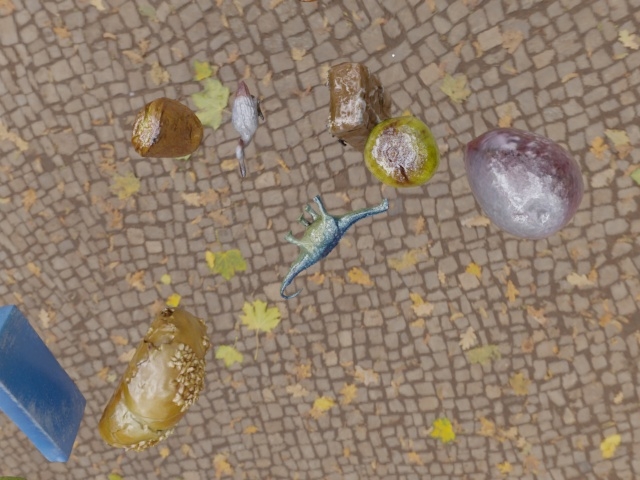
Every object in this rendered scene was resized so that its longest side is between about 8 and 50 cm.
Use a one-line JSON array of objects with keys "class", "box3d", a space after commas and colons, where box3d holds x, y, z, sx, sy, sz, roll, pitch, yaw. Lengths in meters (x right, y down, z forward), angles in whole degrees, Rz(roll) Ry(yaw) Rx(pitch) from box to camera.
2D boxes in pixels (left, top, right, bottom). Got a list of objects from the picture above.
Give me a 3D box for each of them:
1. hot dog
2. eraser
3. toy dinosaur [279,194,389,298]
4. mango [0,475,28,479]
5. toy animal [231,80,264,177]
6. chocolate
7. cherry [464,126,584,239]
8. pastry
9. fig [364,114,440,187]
[{"class": "hot dog", "box3d": [-0.476, -0.340, 1.655, 0.122, 0.272, 0.196, 27, 106, 11]}, {"class": "eraser", "box3d": [-0.537, 0.275, 0.994, 0.042, 0.144, 0.312, -9, 130, 2]}, {"class": "toy dinosaur", "box3d": [-0.005, -0.010, 1.286, 0.147, 0.076, 0.363, 43, 104, -7]}, {"class": "mango", "box3d": [-0.633, 0.542, 1.074, 0.119, 0.178, 0.100, 25, 82, -30]}, {"class": "toy animal", "box3d": [-0.254, -0.405, 1.824, 0.090, 0.324, 0.195, -3, 146, 13]}, {"class": "chocolate", "box3d": [0.091, -0.272, 1.113, 0.093, 0.214, 0.148, -1, 86, 29]}, {"class": "cherry", "box3d": [0.383, -0.104, 0.993, 0.266, 0.213, 0.183, 34, 111, -2]}, {"class": "pastry", "box3d": [-0.325, 0.291, 1.095, 0.162, 0.255, 0.311, 28, 117, -8]}, {"class": "fig", "box3d": [0.160, -0.167, 1.021, 0.153, 0.121, 0.136, 32, 111, -22]}]
